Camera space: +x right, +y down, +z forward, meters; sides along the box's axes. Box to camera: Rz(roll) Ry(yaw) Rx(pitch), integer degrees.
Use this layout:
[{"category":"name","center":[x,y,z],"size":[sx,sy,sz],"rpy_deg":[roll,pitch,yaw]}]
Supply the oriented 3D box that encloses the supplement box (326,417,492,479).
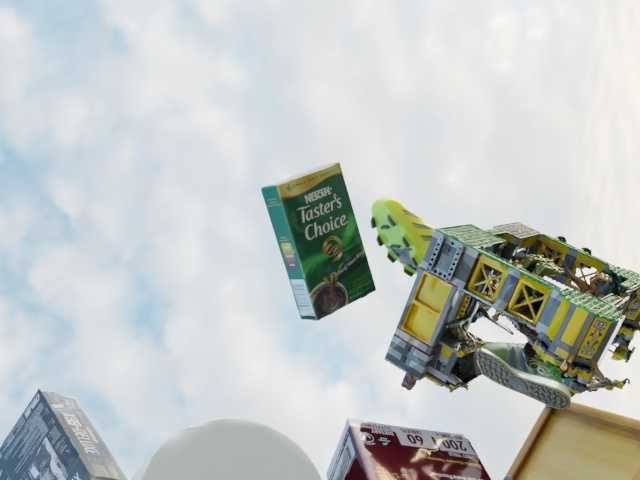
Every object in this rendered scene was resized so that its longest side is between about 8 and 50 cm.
[{"category":"supplement box","center":[0.094,0.251,0.557],"size":[0.130,0.239,0.073],"rpy_deg":[12,-69,-17]}]

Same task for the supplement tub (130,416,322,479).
[{"category":"supplement tub","center":[-0.104,0.299,0.667],"size":[0.191,0.191,0.272],"rpy_deg":[-35,-20,-34]}]

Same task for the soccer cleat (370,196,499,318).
[{"category":"soccer cleat","center":[0.203,0.017,1.221],"size":[0.289,0.093,0.121],"rpy_deg":[45,-112,-12]}]

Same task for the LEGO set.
[{"category":"LEGO set","center":[0.231,0.106,0.806],"size":[0.331,0.254,0.192],"rpy_deg":[-16,-51,-62]}]

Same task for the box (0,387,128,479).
[{"category":"box","center":[-0.454,0.424,1.080],"size":[0.076,0.242,0.308],"rpy_deg":[36,-94,-45]}]

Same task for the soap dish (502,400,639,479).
[{"category":"soap dish","center":[0.432,0.371,1.091],"size":[0.118,0.290,0.229],"rpy_deg":[41,-106,-18]}]

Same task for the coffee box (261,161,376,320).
[{"category":"coffee box","center":[0.000,0.000,0.907],"size":[0.113,0.040,0.184],"rpy_deg":[-22,-79,-36]}]

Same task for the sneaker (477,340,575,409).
[{"category":"sneaker","center":[0.336,0.200,1.145],"size":[0.086,0.192,0.064],"rpy_deg":[-41,-41,-32]}]
